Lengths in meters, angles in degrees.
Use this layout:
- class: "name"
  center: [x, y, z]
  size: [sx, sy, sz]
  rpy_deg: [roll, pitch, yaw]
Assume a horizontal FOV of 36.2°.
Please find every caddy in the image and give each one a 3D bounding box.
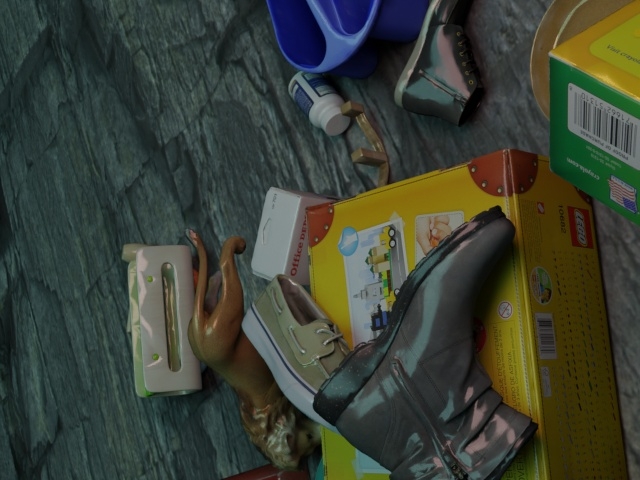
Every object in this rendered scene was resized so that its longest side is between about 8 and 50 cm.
- class: "caddy"
  center: [0.021, -0.423, 1.570]
  size: [0.241, 0.179, 0.341]
  rpy_deg: [-35, 62, 39]

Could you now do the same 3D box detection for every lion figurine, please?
- class: "lion figurine"
  center: [-0.120, 0.182, 1.558]
  size: [0.142, 0.392, 0.240]
  rpy_deg: [-19, 38, 39]

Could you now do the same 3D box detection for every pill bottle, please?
- class: "pill bottle"
  center: [0.001, -0.231, 1.648]
  size: [0.067, 0.067, 0.120]
  rpy_deg: [-56, 50, 26]

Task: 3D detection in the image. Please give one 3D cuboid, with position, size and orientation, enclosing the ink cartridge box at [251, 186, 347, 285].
- class: "ink cartridge box"
  center: [0.000, 0.000, 1.532]
  size: [0.082, 0.190, 0.140]
  rpy_deg: [20, 100, 46]

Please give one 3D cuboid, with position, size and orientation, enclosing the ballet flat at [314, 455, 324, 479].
- class: "ballet flat"
  center: [0.033, 0.448, 1.513]
  size: [0.095, 0.096, 0.281]
  rpy_deg: [16, 99, 50]

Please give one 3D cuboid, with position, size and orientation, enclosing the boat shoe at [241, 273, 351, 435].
- class: "boat shoe"
  center: [-0.012, 0.149, 1.310]
  size: [0.302, 0.109, 0.094]
  rpy_deg: [42, 114, 44]

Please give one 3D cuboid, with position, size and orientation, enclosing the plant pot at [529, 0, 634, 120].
- class: "plant pot"
  center: [0.382, -0.244, 1.278]
  size: [0.236, 0.032, 0.236]
  rpy_deg: [-7, 80, 46]

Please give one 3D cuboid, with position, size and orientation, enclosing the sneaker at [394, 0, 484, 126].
- class: "sneaker"
  center: [0.207, -0.281, 1.447]
  size: [0.118, 0.083, 0.222]
  rpy_deg: [26, 98, 25]

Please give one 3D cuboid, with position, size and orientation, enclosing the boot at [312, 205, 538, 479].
- class: "boot"
  center: [0.169, 0.148, 1.128]
  size: [0.222, 0.118, 0.338]
  rpy_deg: [41, 103, 22]

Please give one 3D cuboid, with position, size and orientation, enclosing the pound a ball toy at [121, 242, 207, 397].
- class: "pound a ball toy"
  center: [-0.300, 0.140, 1.898]
  size: [0.208, 0.135, 0.319]
  rpy_deg: [143, 124, -67]

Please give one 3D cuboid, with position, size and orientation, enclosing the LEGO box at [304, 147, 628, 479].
- class: "LEGO box"
  center: [0.183, 0.167, 1.319]
  size: [0.372, 0.193, 0.501]
  rpy_deg: [-14, 75, 45]

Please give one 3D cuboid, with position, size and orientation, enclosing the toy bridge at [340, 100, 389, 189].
- class: "toy bridge"
  center: [0.079, -0.131, 1.556]
  size: [0.026, 0.063, 0.188]
  rpy_deg: [-32, 62, 40]

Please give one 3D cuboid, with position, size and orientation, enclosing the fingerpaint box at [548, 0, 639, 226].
- class: "fingerpaint box"
  center: [0.499, -0.105, 0.896]
  size: [0.445, 0.371, 0.163]
  rpy_deg: [40, 155, 40]

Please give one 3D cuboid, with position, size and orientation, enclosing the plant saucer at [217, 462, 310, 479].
- class: "plant saucer"
  center: [-0.103, 0.522, 1.683]
  size: [0.259, 0.047, 0.259]
  rpy_deg: [-27, 66, 40]
